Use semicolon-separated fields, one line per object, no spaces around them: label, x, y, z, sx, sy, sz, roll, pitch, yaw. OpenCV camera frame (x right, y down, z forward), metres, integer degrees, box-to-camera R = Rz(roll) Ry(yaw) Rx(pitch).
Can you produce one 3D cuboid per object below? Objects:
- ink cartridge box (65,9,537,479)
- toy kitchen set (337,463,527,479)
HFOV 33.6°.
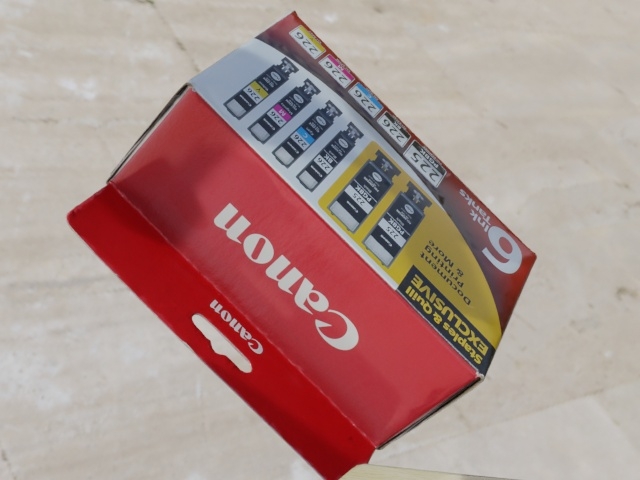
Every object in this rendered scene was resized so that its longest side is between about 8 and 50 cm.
ink cartridge box;0.000;0.000;0.850;0.309;0.130;0.272;44;35;-4
toy kitchen set;0.015;0.205;0.363;0.207;0.122;0.166;-31;105;-37
